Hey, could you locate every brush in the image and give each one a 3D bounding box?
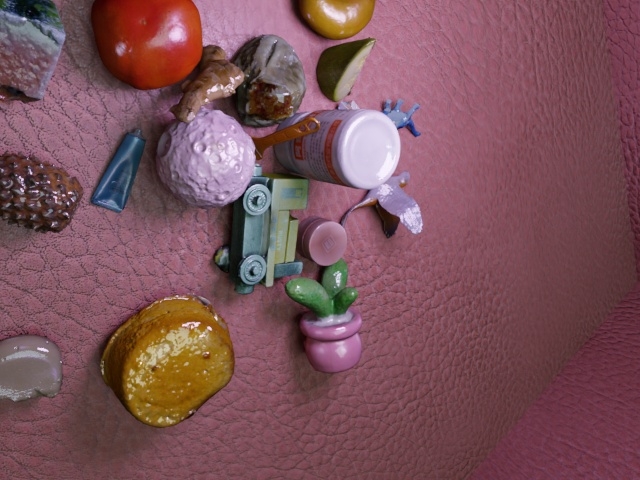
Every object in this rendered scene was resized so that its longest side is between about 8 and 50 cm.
[{"bbox_3d":[-0.130,-0.281,1.311,0.090,0.314,0.017,53,43,-33],"label":"brush"}]

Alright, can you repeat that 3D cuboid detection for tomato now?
[{"bbox_3d":[-0.404,-0.485,1.119,0.259,0.180,0.260,-1,98,-9],"label":"tomato"}]

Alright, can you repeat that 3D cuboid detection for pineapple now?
[{"bbox_3d":[-0.723,-0.141,1.043,0.361,0.175,0.175,26,87,-25],"label":"pineapple"}]

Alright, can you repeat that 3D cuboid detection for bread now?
[{"bbox_3d":[-0.405,0.340,1.339,0.358,0.204,0.337,-41,125,-20],"label":"bread"}]

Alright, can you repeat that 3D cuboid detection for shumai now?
[{"bbox_3d":[-0.121,-0.440,1.313,0.225,0.222,0.261,15,89,-32],"label":"shumai"}]

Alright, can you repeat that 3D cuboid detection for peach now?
[{"bbox_3d":[0.045,-0.720,1.390,0.251,0.153,0.251,-5,99,-36],"label":"peach"}]

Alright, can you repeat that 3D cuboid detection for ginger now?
[{"bbox_3d":[-0.286,-0.390,1.194,0.148,0.081,0.334,20,51,0],"label":"ginger"}]

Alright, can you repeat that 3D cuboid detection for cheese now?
[{"bbox_3d":[-0.754,0.320,1.174,0.202,0.091,0.175,-1,103,-31],"label":"cheese"}]

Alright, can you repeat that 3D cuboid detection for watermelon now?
[{"bbox_3d":[-0.688,-0.416,0.988,0.264,0.151,0.302,3,101,-34],"label":"watermelon"}]

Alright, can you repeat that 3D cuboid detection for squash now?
[{"bbox_3d":[0.086,-0.492,1.408,0.093,0.252,0.169,-31,117,-21],"label":"squash"}]

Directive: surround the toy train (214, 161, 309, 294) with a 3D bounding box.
[{"bbox_3d":[-0.168,-0.035,1.426,0.253,0.160,0.397,-5,107,-41],"label":"toy train"}]

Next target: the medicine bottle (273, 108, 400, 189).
[{"bbox_3d":[0.034,-0.269,1.361,0.211,0.371,0.211,-10,108,-32],"label":"medicine bottle"}]

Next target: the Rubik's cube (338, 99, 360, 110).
[{"bbox_3d":[0.085,-0.406,1.537,0.084,0.075,0.073,35,66,-20],"label":"Rubik's cube"}]

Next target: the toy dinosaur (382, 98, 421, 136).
[{"bbox_3d":[0.250,-0.424,1.638,0.329,0.076,0.144,-8,138,-32],"label":"toy dinosaur"}]

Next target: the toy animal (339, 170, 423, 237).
[{"bbox_3d":[0.180,-0.136,1.670,0.284,0.225,0.302,-4,92,-11],"label":"toy animal"}]

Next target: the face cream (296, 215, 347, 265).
[{"bbox_3d":[0.000,0.000,1.570,0.149,0.104,0.149,-9,107,-31],"label":"face cream"}]

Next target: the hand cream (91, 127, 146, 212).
[{"bbox_3d":[-0.514,-0.186,1.231,0.083,0.048,0.224,21,96,-37],"label":"hand cream"}]

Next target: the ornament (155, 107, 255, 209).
[{"bbox_3d":[-0.302,-0.213,1.227,0.225,0.259,0.259,13,95,-45],"label":"ornament"}]

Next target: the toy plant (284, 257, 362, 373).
[{"bbox_3d":[0.020,0.259,1.571,0.317,0.210,0.356,-25,118,-52],"label":"toy plant"}]
